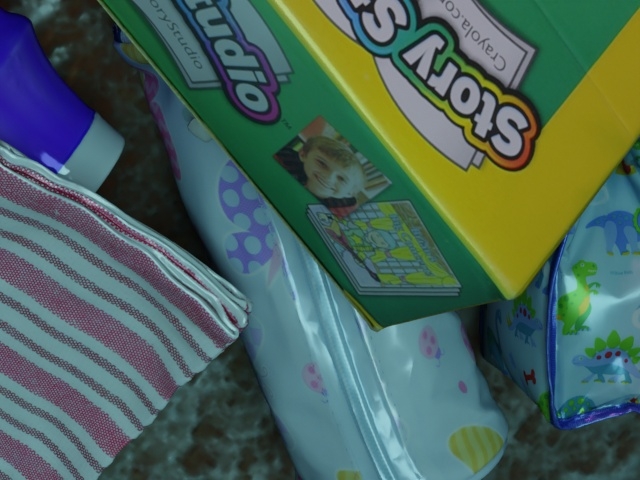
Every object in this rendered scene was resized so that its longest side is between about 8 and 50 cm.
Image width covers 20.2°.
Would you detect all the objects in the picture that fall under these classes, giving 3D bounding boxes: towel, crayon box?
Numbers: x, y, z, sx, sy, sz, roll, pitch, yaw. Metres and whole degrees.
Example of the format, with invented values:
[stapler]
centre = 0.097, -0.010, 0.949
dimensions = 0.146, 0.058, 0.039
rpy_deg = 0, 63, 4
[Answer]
[towel]
centre = -0.138, 0.050, 0.838
dimensions = 0.144, 0.029, 0.197
rpy_deg = 33, 128, -14
[crayon box]
centre = 0.025, -0.201, 0.758
dimensions = 0.363, 0.106, 0.313
rpy_deg = 50, 59, -16

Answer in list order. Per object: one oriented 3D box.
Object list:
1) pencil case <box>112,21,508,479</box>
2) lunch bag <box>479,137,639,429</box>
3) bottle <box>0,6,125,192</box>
[pencil case]
centre = 0.000, 0.000, 0.856
dimensions = 0.113, 0.124, 0.273
rpy_deg = -23, 106, -9
[lunch bag]
centre = 0.126, 0.002, 0.879
dimensions = 0.096, 0.129, 0.151
rpy_deg = -3, 103, -11
[bottle]
centre = -0.216, -0.109, 0.805
dimensions = 0.283, 0.092, 0.118
rpy_deg = 39, 96, -16
